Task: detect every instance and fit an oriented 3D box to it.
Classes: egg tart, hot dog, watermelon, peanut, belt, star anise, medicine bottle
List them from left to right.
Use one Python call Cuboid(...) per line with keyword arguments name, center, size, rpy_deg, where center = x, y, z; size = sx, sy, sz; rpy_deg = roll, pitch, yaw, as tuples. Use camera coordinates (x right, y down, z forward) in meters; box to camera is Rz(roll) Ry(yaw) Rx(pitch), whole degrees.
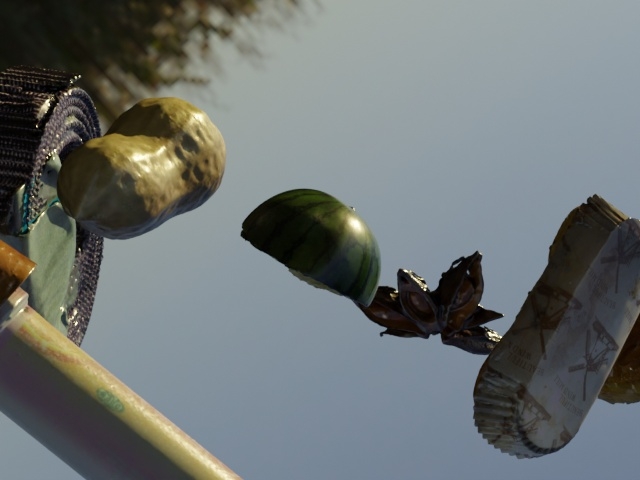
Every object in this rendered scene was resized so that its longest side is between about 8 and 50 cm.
Cuboid(name="belt", center=(-0.308, -0.018, 1.917), size=(0.260, 0.122, 0.325), rpy_deg=(-72, 167, -53))
Cuboid(name="peanut", center=(-0.161, -0.066, 1.619), size=(0.120, 0.110, 0.236), rpy_deg=(-28, -179, 24))
Cuboid(name="medicine bottle", center=(-0.150, 0.217, 1.669), size=(0.108, 0.426, 0.108), rpy_deg=(-50, -177, 4))
Cuboid(name="watermelon", center=(0.000, 0.000, 1.238), size=(0.062, 0.105, 0.105), rpy_deg=(-58, -169, 1))
Cuboid(name="star anise", center=(0.136, 0.072, 2.081), size=(0.157, 0.212, 0.053), rpy_deg=(99, 2, -50))
Cuboid(name="hot dog", center=(0.169, 0.063, 1.247), size=(0.059, 0.108, 0.191), rpy_deg=(17, -112, 47))
Cuboid(name="egg tart", center=(0.236, 0.079, 1.470), size=(0.130, 0.130, 0.052), rpy_deg=(-48, 166, -29))

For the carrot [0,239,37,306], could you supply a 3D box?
Cuboid(name="carrot", center=(-0.280, -0.025, 1.140), size=(0.061, 0.209, 0.061), rpy_deg=(-50, -172, 10))
